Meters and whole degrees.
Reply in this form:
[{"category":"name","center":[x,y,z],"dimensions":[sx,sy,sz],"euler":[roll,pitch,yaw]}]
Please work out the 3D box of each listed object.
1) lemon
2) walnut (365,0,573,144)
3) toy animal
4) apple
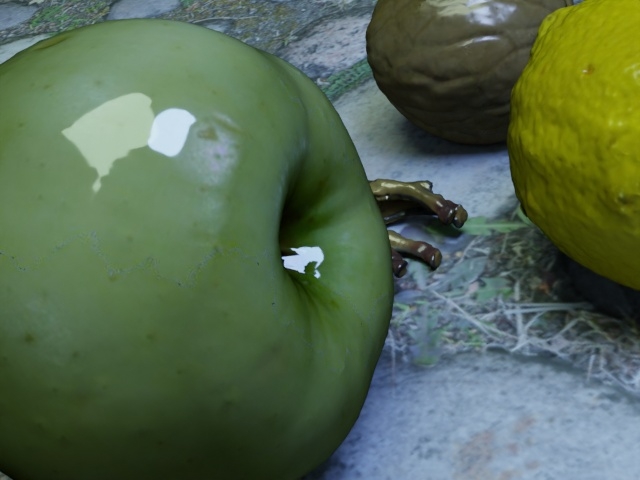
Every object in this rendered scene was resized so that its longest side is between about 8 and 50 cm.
[{"category":"lemon","center":[0.275,-0.078,0.708],"dimensions":[0.245,0.245,0.320],"euler":[-34,31,-22]},{"category":"walnut","center":[0.154,-0.208,0.968],"dimensions":[0.228,0.228,0.228],"euler":[-11,36,8]},{"category":"toy animal","center":[0.002,-0.007,0.884],"dimensions":[0.275,0.054,0.149],"euler":[-1,42,17]},{"category":"apple","center":[-0.129,0.024,0.657],"dimensions":[0.357,0.357,0.357],"euler":[-11,36,8]}]
